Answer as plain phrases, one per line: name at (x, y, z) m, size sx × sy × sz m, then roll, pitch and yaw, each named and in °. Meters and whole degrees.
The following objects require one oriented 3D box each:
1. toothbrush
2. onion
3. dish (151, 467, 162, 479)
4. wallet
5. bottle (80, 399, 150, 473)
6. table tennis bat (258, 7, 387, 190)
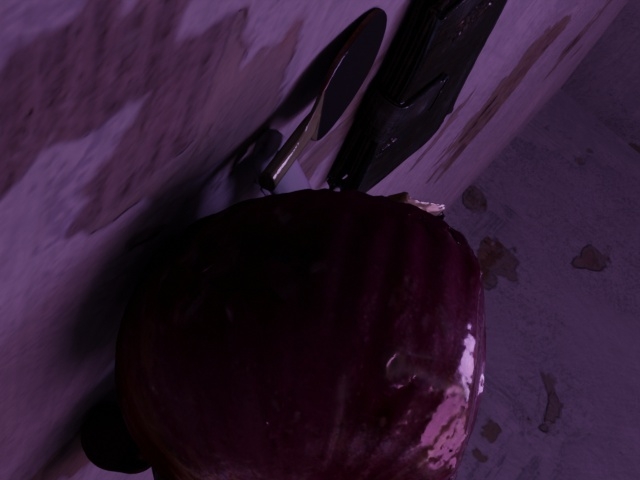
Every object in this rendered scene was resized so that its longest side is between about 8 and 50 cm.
toothbrush at (-0.005, -0.002, 0.927) m, size 0.042 × 0.040 × 0.418 m, roll -65°, pitch 162°, yaw -12°
onion at (-0.014, 0.071, 0.729) m, size 0.256 × 0.272 × 0.230 m, roll -21°, pitch 146°, yaw 5°
dish at (-0.082, 0.170, 0.975) m, size 0.273 × 0.133 × 0.273 m, roll -48°, pitch 162°, yaw -21°
wallet at (0.101, -0.154, 0.982) m, size 0.169 × 0.044 × 0.317 m, roll -44°, pitch 171°, yaw -27°
bottle at (-0.178, 0.177, 0.995) m, size 0.060 × 0.060 × 0.164 m, roll -48°, pitch 173°, yaw -10°
table tennis bat at (0.005, -0.093, 0.748) m, size 0.156 × 0.013 × 0.087 m, roll -55°, pitch 171°, yaw -29°
